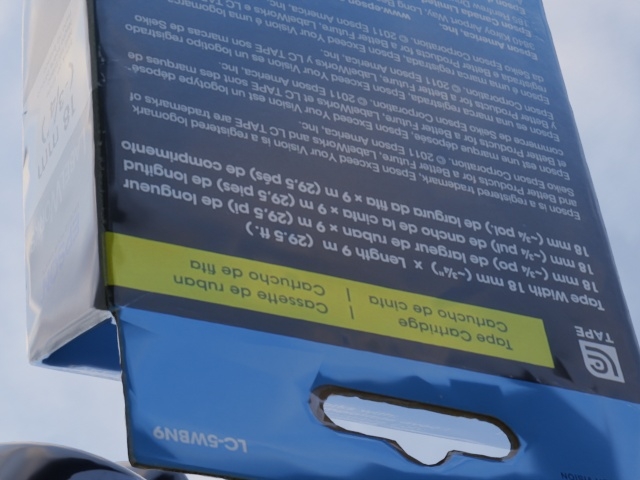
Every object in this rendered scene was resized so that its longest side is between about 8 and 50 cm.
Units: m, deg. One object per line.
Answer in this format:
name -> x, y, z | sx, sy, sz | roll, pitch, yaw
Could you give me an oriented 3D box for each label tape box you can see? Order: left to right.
label tape box -> 0.000, 0.000, 0.779 | 0.240, 0.334, 0.106 | 13, -44, -23

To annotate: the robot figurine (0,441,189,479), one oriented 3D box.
robot figurine -> -0.135, 0.186, 0.710 | 0.209, 0.278, 0.173 | 41, -62, -2
